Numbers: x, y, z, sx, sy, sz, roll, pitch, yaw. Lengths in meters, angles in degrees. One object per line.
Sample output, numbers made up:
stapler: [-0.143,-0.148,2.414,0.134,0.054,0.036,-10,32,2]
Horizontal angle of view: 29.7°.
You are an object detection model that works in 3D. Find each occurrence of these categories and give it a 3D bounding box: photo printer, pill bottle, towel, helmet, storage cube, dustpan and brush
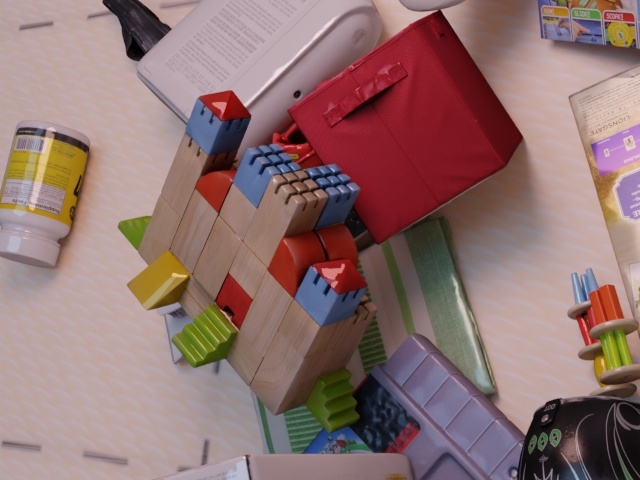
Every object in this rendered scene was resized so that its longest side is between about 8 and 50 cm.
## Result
photo printer: [-0.079,-0.268,1.666,0.307,0.107,0.256,-45,48,-3]
pill bottle: [-0.435,-0.070,1.867,0.119,0.119,0.208,4,77,35]
towel: [0.045,0.133,1.526,0.325,0.038,0.248,-25,63,23]
helmet: [0.285,0.256,1.243,0.169,0.169,0.161,-15,58,30]
storage cube: [0.108,-0.139,1.437,0.184,0.215,0.193,-33,94,21]
dustpan and brush: [-0.168,0.067,1.636,0.211,0.060,0.147,-30,65,37]

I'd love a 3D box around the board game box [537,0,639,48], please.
board game box: [0.328,-0.295,1.392,0.201,0.035,0.136,22,127,55]

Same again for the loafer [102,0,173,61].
loafer: [-0.277,-0.317,1.868,0.078,0.076,0.223,-49,58,2]

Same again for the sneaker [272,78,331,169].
sneaker: [-0.034,-0.095,1.602,0.107,0.118,0.279,33,94,38]

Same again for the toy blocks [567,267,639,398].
toy blocks: [0.306,0.089,1.312,0.054,0.123,0.148,-9,66,-2]

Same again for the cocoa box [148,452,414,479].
cocoa box: [-0.053,0.353,1.240,0.231,0.347,0.228,-19,73,25]

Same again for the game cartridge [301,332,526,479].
game cartridge: [0.072,0.309,1.412,0.230,0.068,0.355,43,102,24]

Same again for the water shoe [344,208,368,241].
water shoe: [0.000,0.000,1.563,0.203,0.080,0.073,-31,92,14]

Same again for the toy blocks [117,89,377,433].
toy blocks: [-0.059,0.003,1.389,0.381,0.191,0.261,47,129,27]

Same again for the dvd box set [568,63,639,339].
dvd box set: [0.461,-0.029,1.279,0.308,0.062,0.420,-24,62,26]

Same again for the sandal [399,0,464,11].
sandal: [0.202,-0.452,1.491,0.169,0.102,0.416,0,51,34]
